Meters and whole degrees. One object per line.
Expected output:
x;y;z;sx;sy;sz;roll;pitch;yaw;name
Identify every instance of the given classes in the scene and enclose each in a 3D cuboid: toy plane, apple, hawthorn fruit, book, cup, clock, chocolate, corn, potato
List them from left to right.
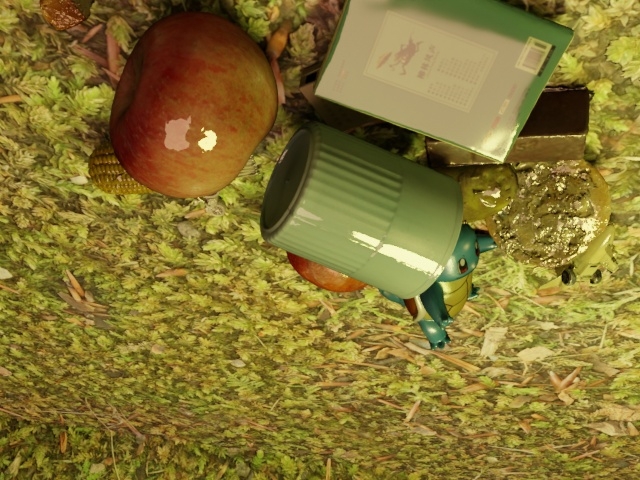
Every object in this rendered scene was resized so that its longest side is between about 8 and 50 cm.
-0.325;-0.168;1.487;0.344;0.131;0.131;-4;142;17;corn
-0.217;-0.229;1.240;0.269;0.345;0.345;17;144;-30;apple
-0.267;-0.108;1.635;0.087;0.041;0.129;-5;137;10;clock
0.023;0.003;1.574;0.263;0.231;0.235;-5;131;9;hawthorn fruit
0.073;-0.090;1.336;0.311;0.331;0.257;21;148;-21;cup
0.202;-0.305;1.195;0.379;0.031;0.264;20;120;-7;book
0.298;-0.110;1.447;0.113;0.149;0.251;-16;-179;-38;potato
0.356;-0.209;1.329;0.321;0.112;0.112;-2;145;12;chocolate
0.624;0.047;1.648;0.242;0.104;0.256;0;152;-15;toy plane

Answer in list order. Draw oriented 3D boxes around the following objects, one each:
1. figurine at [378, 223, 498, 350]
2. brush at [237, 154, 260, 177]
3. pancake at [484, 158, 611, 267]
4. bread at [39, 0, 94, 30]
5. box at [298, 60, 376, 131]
0.293;0.096;1.682;0.243;0.298;0.416;45;154;6;figurine
-0.287;-0.161;1.564;0.314;0.017;0.090;-8;113;22;brush
0.463;-0.074;1.457;0.282;0.049;0.282;12;119;24;pancake
-0.445;-0.420;1.208;0.070;0.083;0.077;-15;142;14;bread
0.079;-0.292;1.310;0.201;0.058;0.141;-16;137;30;box
